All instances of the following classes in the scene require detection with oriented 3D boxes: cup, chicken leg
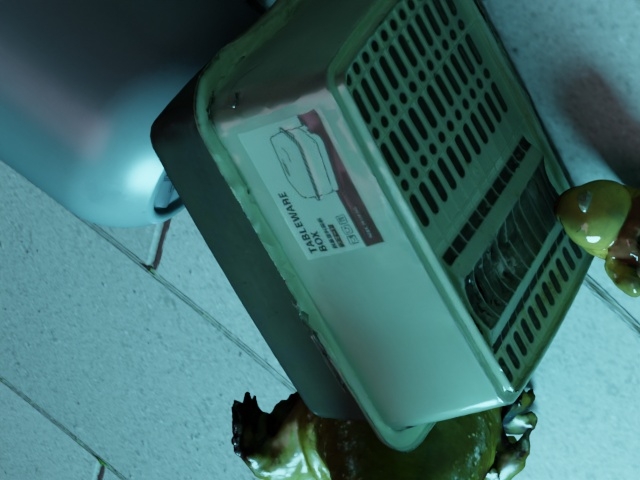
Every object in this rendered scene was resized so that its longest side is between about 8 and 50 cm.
[{"bbox_3d":[-0.200,-0.157,1.209,0.312,0.205,0.205,38,146,9],"label":"cup"},{"bbox_3d":[0.033,0.150,1.174,0.212,0.361,0.140,3,107,17],"label":"chicken leg"}]

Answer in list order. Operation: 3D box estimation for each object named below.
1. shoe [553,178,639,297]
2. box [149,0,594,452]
[{"bbox_3d":[0.205,-0.004,1.061,0.109,0.072,0.069,47,-175,5],"label":"shoe"},{"bbox_3d":[0.039,-0.028,1.082,0.166,0.220,0.290,-12,117,38],"label":"box"}]
